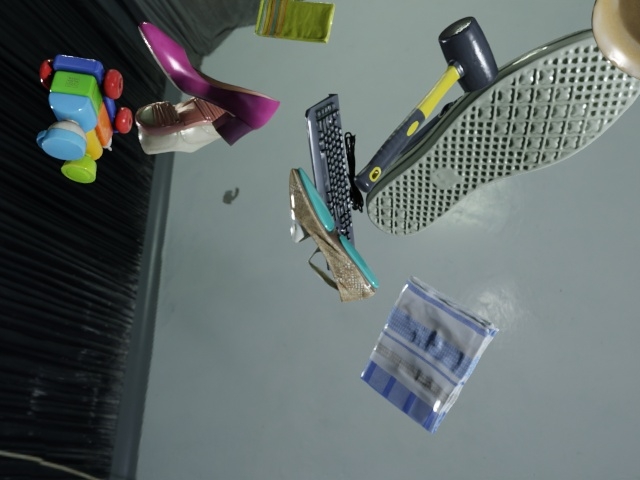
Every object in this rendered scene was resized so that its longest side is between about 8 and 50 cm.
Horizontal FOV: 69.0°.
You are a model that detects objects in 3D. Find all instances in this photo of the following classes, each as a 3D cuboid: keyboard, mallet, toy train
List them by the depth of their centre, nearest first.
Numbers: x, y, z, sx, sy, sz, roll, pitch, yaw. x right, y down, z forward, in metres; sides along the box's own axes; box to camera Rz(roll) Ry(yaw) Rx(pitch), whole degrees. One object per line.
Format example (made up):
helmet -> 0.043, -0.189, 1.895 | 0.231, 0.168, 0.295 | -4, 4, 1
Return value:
mallet -> 0.097, -0.110, 0.417 | 0.039, 0.062, 0.190 | 17, 70, 56
toy train -> -0.363, -0.152, 0.733 | 0.105, 0.248, 0.143 | 7, 67, -10
keyboard -> 0.039, -0.114, 0.886 | 0.033, 0.317, 0.201 | 5, 31, 22

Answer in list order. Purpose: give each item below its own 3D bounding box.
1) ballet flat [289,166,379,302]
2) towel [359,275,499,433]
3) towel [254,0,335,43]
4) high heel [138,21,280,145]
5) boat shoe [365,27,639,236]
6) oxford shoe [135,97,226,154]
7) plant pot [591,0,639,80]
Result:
ballet flat -> 0.000, 0.000, 0.638 | 0.067, 0.073, 0.206 | -33, 91, 15
towel -> 0.216, 0.240, 0.986 | 0.209, 0.034, 0.285 | 33, 111, 28
towel -> -0.075, -0.602, 1.272 | 0.237, 0.021, 0.102 | 19, 106, 26
high heel -> -0.262, -0.412, 1.149 | 0.181, 0.377, 0.127 | -38, 51, 4
boat shoe -> 0.278, -0.179, 0.804 | 0.500, 0.187, 0.156 | -36, 20, 42
oxford shoe -> -0.383, -0.367, 1.486 | 0.397, 0.146, 0.140 | -13, 58, -26
plant pot -> 0.381, -0.216, 0.420 | 0.236, 0.236, 0.032 | 15, 78, 30
